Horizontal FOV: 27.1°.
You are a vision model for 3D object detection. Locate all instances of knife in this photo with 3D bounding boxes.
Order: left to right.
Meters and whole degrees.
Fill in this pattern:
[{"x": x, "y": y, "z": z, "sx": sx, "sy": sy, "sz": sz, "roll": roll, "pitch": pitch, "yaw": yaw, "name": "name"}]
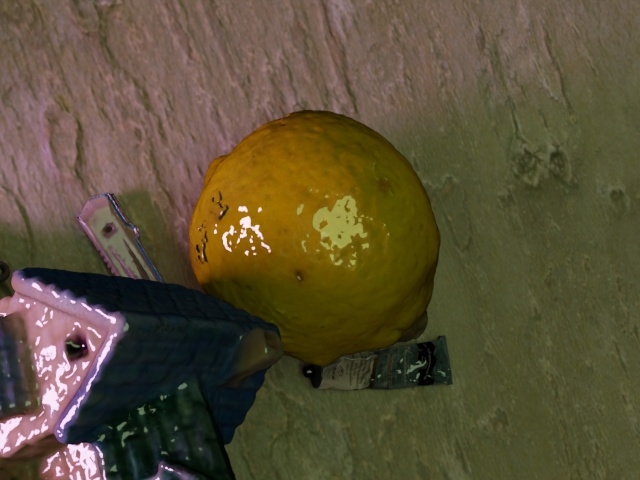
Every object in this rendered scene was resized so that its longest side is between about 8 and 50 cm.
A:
[{"x": -0.237, "y": 0.088, "z": 1.953, "sx": 0.089, "sy": 0.043, "sz": 0.365, "roll": -35, "pitch": 92, "yaw": -20, "name": "knife"}]

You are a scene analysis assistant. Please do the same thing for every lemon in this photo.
[{"x": 0.000, "y": 0.000, "z": 1.881, "sx": 0.387, "sy": 0.350, "sz": 0.350, "roll": 38, "pitch": 71, "yaw": 8, "name": "lemon"}]

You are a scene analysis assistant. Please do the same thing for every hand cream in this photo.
[{"x": 0.088, "y": 0.194, "z": 2.052, "sx": 0.248, "sy": 0.052, "sz": 0.075, "roll": -3, "pitch": 106, "yaw": -25, "name": "hand cream"}]

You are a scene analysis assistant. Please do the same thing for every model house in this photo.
[{"x": -0.250, "y": 0.249, "z": 1.625, "sx": 0.395, "sy": 0.400, "sz": 0.445, "roll": 19, "pitch": 51, "yaw": -59, "name": "model house"}]

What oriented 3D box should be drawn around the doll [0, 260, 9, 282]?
[{"x": -0.549, "y": 0.071, "z": 1.803, "sx": 0.257, "sy": 0.117, "sz": 0.182, "roll": -18, "pitch": 69, "yaw": -17, "name": "doll"}]
